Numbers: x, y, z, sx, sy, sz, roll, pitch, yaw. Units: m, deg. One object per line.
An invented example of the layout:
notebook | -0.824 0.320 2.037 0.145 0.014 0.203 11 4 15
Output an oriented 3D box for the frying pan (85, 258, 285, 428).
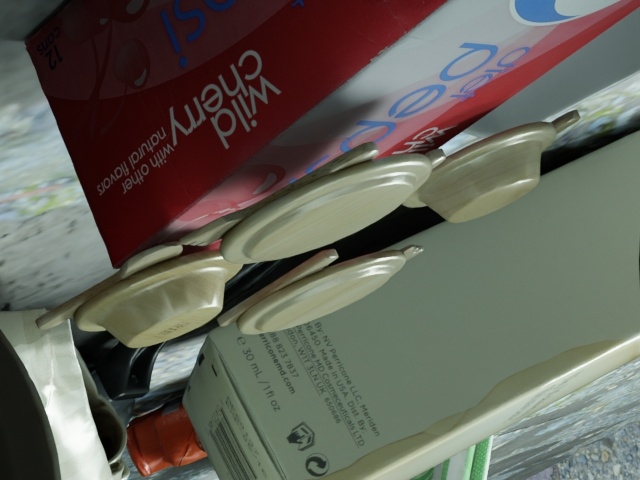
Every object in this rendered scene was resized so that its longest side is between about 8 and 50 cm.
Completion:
frying pan | -0.136 0.096 0.869 0.326 0.053 0.197 -23 166 7

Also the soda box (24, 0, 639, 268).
soda box | 0.033 -0.088 0.418 0.092 0.083 0.263 -6 156 -49

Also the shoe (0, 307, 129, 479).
shoe | -0.124 0.103 0.750 0.058 0.076 0.219 -23 144 -5

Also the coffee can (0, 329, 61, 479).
coffee can | -0.230 0.131 0.542 0.201 0.201 0.275 -14 162 -33

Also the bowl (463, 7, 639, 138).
bowl | 0.092 -0.097 0.533 0.142 0.053 0.142 -28 164 20

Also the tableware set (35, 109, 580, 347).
tableware set | 0.000 0.000 0.472 0.141 0.020 0.168 -31 166 33

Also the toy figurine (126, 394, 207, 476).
toy figurine | -0.024 0.202 1.036 0.148 0.209 0.213 -22 141 5

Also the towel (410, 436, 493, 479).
towel | 0.033 0.215 1.233 0.038 0.248 0.325 30 138 -20

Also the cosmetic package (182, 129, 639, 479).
cosmetic package | 0.084 0.057 0.879 0.309 0.113 0.160 -24 166 -17

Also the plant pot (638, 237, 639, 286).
plant pot | 0.278 -0.018 0.578 0.323 0.323 0.280 -26 163 9
